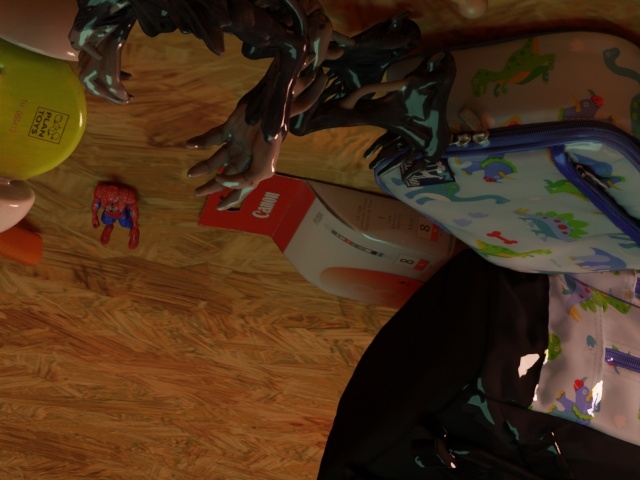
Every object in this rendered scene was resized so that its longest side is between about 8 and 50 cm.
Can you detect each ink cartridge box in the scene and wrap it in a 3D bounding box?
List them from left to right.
[{"bbox_3d":[0.000,0.000,1.434,0.179,0.045,0.145,10,161,-9],"label":"ink cartridge box"}]

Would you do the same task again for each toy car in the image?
[{"bbox_3d":[-0.232,-0.101,1.138,0.182,0.159,0.136,16,-165,-21],"label":"toy car"}]

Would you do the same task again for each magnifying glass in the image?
[{"bbox_3d":[-0.276,-0.013,1.485,0.026,0.092,0.231,0,169,15],"label":"magnifying glass"}]

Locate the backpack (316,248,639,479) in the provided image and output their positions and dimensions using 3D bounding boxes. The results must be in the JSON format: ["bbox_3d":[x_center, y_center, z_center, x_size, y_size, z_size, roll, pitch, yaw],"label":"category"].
[{"bbox_3d":[0.221,0.128,1.418,0.355,0.273,0.290,25,147,-10],"label":"backpack"}]

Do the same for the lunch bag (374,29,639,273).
[{"bbox_3d":[0.148,-0.048,1.159,0.176,0.090,0.219,-5,158,29],"label":"lunch bag"}]

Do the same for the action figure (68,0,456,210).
[{"bbox_3d":[-0.051,-0.100,0.997,0.275,0.141,0.164,20,-156,-45],"label":"action figure"}]

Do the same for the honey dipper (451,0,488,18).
[{"bbox_3d":[0.032,-0.151,1.003,0.160,0.030,0.030,23,157,-38],"label":"honey dipper"}]

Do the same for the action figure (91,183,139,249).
[{"bbox_3d":[-0.160,-0.020,1.479,0.038,0.030,0.115,14,159,3],"label":"action figure"}]
